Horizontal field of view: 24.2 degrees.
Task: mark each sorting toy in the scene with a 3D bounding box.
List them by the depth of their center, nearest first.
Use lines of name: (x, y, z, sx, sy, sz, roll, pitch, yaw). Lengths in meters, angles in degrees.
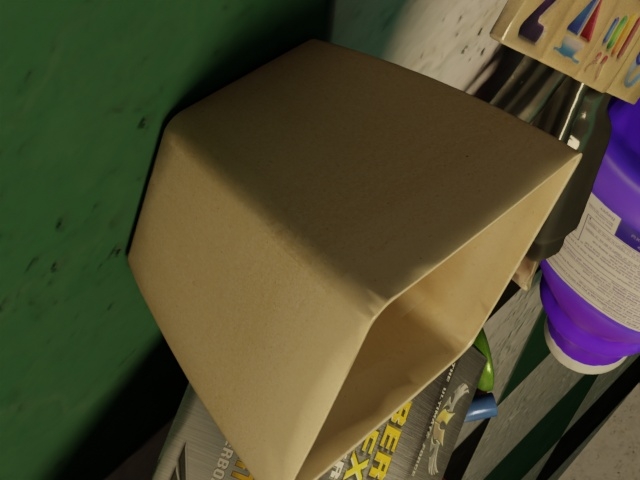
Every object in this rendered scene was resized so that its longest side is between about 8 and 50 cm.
sorting toy: (0.096, 0.099, 1.049, 0.042, 0.061, 0.102, -12, 149, -4)

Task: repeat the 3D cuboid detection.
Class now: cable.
cable: (0.097, -0.083, 0.669, 0.139, 0.072, 0.287, -17, 134, -38)

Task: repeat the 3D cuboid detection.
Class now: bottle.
bottle: (0.201, 0.006, 0.969, 0.092, 0.118, 0.283, -43, 162, -20)

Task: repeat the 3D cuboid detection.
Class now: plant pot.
plant pot: (0.000, 0.000, 0.485, 0.109, 0.096, 0.109, -36, 159, -39)

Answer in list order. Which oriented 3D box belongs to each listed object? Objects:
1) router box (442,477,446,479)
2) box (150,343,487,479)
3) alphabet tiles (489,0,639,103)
router box: (-0.097, 0.271, 0.869, 0.335, 0.082, 0.301, -56, 162, 22)
box: (-0.014, 0.127, 0.624, 0.231, 0.056, 0.183, -67, 155, -9)
alphabet tiles: (0.126, -0.152, 0.538, 0.237, 0.009, 0.198, 8, 115, -61)
